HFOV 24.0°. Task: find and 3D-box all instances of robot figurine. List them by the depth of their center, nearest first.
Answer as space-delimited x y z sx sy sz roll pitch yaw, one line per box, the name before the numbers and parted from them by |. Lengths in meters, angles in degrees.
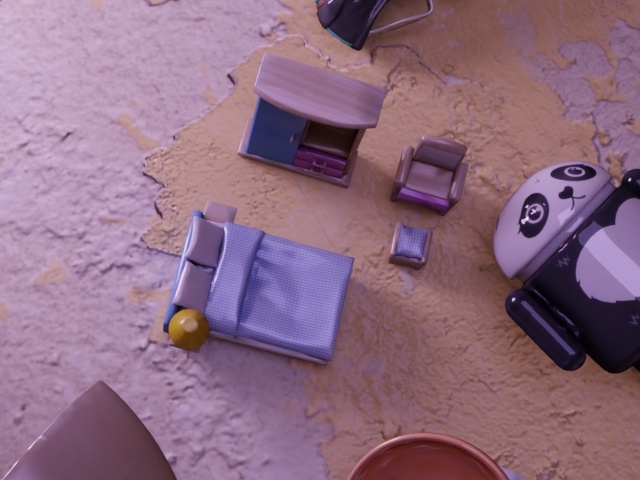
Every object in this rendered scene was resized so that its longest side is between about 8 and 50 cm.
robot figurine | 0.324 0.035 1.681 0.278 0.173 0.209 44 29 6

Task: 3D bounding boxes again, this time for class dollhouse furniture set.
dollhouse furniture set | 0.000 0.000 1.635 0.286 0.198 0.303 16 72 -3

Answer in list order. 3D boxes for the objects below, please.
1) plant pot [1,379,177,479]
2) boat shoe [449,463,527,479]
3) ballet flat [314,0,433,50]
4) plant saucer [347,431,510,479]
plant pot | -0.231 0.305 1.466 0.191 0.284 0.284 38 72 3
boat shoe | 0.211 0.303 1.632 0.226 0.083 0.076 25 70 -1
ballet flat | 0.122 -0.324 1.813 0.280 0.095 0.096 -37 91 -6
plant saucer | 0.120 0.298 1.602 0.200 0.037 0.200 3 100 15
